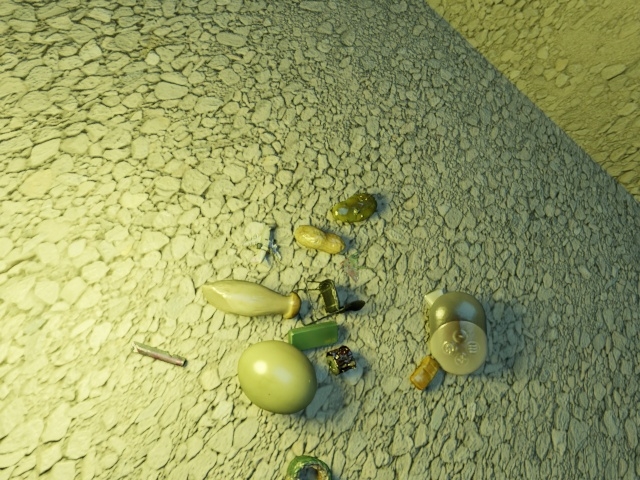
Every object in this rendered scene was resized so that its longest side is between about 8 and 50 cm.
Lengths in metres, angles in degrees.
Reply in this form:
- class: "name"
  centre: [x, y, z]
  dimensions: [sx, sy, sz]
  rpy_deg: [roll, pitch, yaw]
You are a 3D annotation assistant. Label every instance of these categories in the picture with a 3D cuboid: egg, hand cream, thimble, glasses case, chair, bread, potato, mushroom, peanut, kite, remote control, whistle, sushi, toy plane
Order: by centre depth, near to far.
- class: "whistle"
  centre: [-0.516, 0.363, 1.329]
  dimensions: [0.177, 0.033, 0.033]
  rpy_deg: [23, 63, -13]
- class: "thimble"
  centre: [-0.037, 0.755, 1.336]
  dimensions: [0.135, 0.090, 0.118]
  rpy_deg: [28, 60, -7]
- class: "egg"
  centre: [-0.138, 0.438, 1.346]
  dimensions: [0.269, 0.219, 0.219]
  rpy_deg: [40, 61, 0]
- class: "mushroom"
  centre: [-0.235, 0.206, 1.452]
  dimensions: [0.351, 0.128, 0.128]
  rpy_deg: [13, 66, -19]
- class: "sushi"
  centre: [0.075, 0.430, 1.503]
  dimensions: [0.084, 0.098, 0.094]
  rpy_deg: [-17, 73, -29]
- class: "glasses case"
  centre: [-0.026, 0.346, 1.510]
  dimensions: [0.184, 0.039, 0.077]
  rpy_deg: [-7, 105, -24]
- class: "chair"
  centre: [0.035, 0.216, 1.551]
  dimensions: [0.221, 0.140, 0.145]
  rpy_deg: [-9, 75, -26]
- class: "toy plane"
  centre: [-0.214, 0.016, 1.572]
  dimensions: [0.162, 0.066, 0.171]
  rpy_deg: [22, 68, -26]
- class: "bread"
  centre: [0.406, 0.517, 1.628]
  dimensions: [0.132, 0.053, 0.074]
  rpy_deg: [-41, 88, -27]
- class: "peanut"
  centre: [0.000, 0.000, 1.652]
  dimensions: [0.214, 0.099, 0.099]
  rpy_deg: [22, 63, -19]
- class: "remote control"
  centre: [0.552, 0.370, 1.674]
  dimensions: [0.221, 0.103, 0.331]
  rpy_deg: [-3, 83, 7]
- class: "kite"
  centre: [0.148, 0.109, 1.711]
  dimensions: [0.157, 0.011, 0.138]
  rpy_deg: [9, 70, -17]
- class: "hand cream"
  centre: [0.532, 0.324, 1.756]
  dimensions: [0.080, 0.048, 0.255]
  rpy_deg: [-30, 83, 3]
- class: "potato"
  centre: [0.145, -0.134, 1.756]
  dimensions: [0.226, 0.090, 0.117]
  rpy_deg: [-19, 78, -28]
